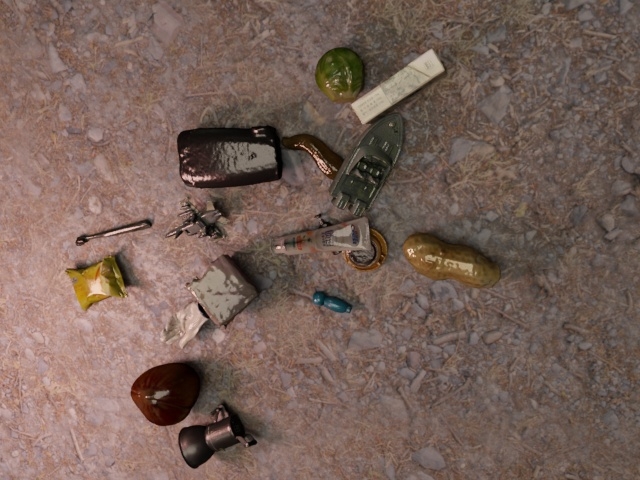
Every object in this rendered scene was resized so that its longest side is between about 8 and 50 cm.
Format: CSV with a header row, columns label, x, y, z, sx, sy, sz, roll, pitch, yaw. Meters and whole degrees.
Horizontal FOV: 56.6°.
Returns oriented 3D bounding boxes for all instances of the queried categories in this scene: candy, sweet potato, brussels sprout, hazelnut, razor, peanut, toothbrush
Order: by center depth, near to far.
label,x,y,z,sx,sy,sz,roll,pitch,yaw
brussels sprout,0.055,-0.470,1.692,0.155,0.117,0.155,1,92,12
peanut,0.378,0.063,1.726,0.290,0.130,0.130,17,106,11
sweet potato,-0.014,-0.262,1.787,0.233,0.062,0.081,36,109,7
razor,-0.280,-0.258,1.828,0.327,0.107,0.189,-2,103,14
candy,-0.311,0.163,1.894,0.185,0.137,0.195,-40,90,-1
hazelnut,-0.519,0.512,2.006,0.229,0.229,0.229,3,103,13
toothbrush,-0.710,-0.025,2.029,0.297,0.030,0.030,-13,125,15

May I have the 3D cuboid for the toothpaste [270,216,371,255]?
label,x,y,z,sx,sy,sz,roll,pitch,yaw
toothpaste,0.000,0.000,1.813,0.323,0.066,0.100,-9,84,25

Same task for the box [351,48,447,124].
label,x,y,z,sx,sy,sz,roll,pitch,yaw
box,0.219,-0.419,1.636,0.256,0.164,0.069,-32,92,18

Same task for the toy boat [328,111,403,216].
label,x,y,z,sx,sy,sz,roll,pitch,yaw
toy boat,0.146,-0.227,1.721,0.141,0.092,0.319,21,107,-27

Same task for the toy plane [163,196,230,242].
label,x,y,z,sx,sy,sz,roll,pitch,yaw
toy plane,-0.419,-0.045,1.922,0.262,0.088,0.192,-27,122,22

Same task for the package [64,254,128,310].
label,x,y,z,sx,sy,sz,roll,pitch,yaw
package,-0.771,0.145,2.048,0.226,0.090,0.168,-20,95,20

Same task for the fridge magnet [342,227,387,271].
label,x,y,z,sx,sy,sz,roll,pitch,yaw
fridge magnet,0.133,0.028,1.811,0.143,0.063,0.143,4,106,13

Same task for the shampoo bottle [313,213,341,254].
label,x,y,z,sx,sy,sz,roll,pitch,yaw
shampoo bottle,0.025,-0.020,1.846,0.048,0.027,0.137,-27,95,18

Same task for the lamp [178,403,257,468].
label,x,y,z,sx,sy,sz,roll,pitch,yaw
lamp,-0.357,0.667,2.051,0.227,0.147,0.172,-26,72,10

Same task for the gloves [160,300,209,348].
label,x,y,z,sx,sy,sz,roll,pitch,yaw
gloves,-0.447,0.281,1.996,0.229,0.097,0.119,-35,76,18

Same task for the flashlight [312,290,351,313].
label,x,y,z,sx,sy,sz,roll,pitch,yaw
flashlight,0.036,0.198,1.881,0.129,0.051,0.051,17,106,8
